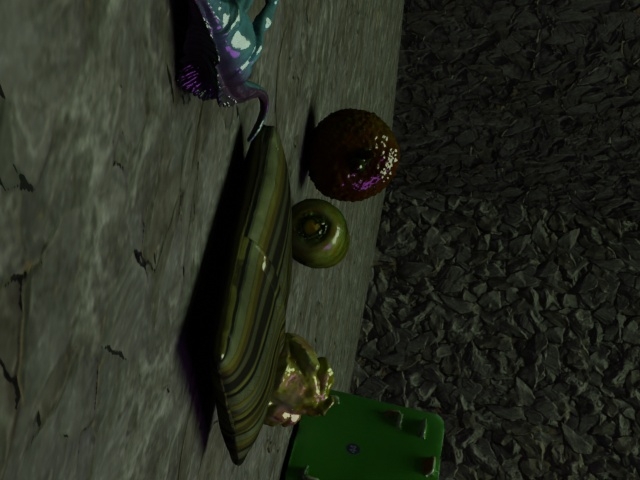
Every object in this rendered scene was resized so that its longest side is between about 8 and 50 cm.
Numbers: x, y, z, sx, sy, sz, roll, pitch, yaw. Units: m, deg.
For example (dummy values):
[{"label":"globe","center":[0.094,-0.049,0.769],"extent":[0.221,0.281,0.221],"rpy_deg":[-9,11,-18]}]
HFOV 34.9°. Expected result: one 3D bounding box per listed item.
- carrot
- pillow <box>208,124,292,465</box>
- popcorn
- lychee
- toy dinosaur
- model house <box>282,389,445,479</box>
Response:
[{"label":"carrot","center":[0.000,0.000,1.226],"extent":[0.358,0.074,0.074],"rpy_deg":[53,46,-86]},{"label":"pillow","center":[-0.053,0.049,0.817],"extent":[0.212,0.052,0.208],"rpy_deg":[92,5,-57]},{"label":"popcorn","center":[-0.030,0.144,1.074],"extent":[0.109,0.089,0.097],"rpy_deg":[87,2,-51]},{"label":"lychee","center":[0.036,-0.100,1.214],"extent":[0.146,0.114,0.114],"rpy_deg":[-150,-112,-75]},{"label":"toy dinosaur","center":[-0.055,-0.119,0.586],"extent":[0.197,0.045,0.080],"rpy_deg":[68,44,-66]},{"label":"model house","center":[0.045,0.470,1.606],"extent":[0.358,0.242,0.313],"rpy_deg":[-76,175,-55]}]
